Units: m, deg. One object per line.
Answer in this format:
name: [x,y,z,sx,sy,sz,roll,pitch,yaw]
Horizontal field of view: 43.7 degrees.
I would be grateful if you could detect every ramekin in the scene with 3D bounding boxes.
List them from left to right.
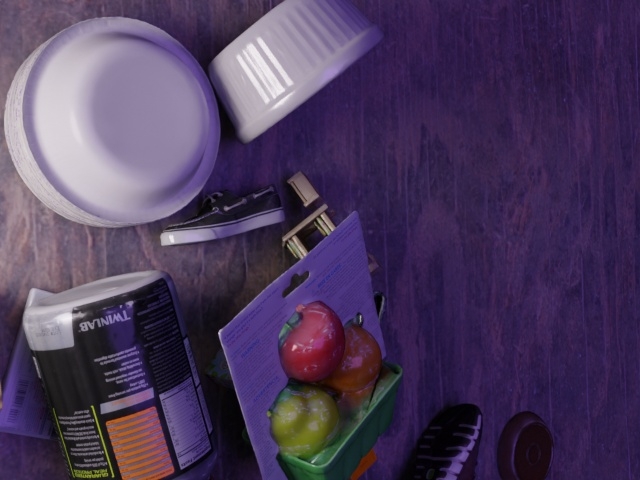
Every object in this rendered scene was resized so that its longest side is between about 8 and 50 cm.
ramekin: [-0.048,-0.271,1.187,0.273,0.273,0.127,-45,103,-29]

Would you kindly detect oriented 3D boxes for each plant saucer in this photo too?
plant saucer: [0.433,0.441,1.655,0.168,0.029,0.168,2,87,-36]

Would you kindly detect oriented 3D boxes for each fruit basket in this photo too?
fruit basket: [-0.014,0.181,1.169,0.327,0.165,0.353,-42,126,-41]

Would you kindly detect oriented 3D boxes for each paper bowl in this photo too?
paper bowl: [-0.266,-0.161,1.084,0.284,0.148,0.284,2,86,-35]

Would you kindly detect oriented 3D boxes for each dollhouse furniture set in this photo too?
dollhouse furniture set: [0.000,0.000,1.342,0.101,0.161,0.182,-38,73,6]

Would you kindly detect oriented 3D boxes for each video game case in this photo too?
video game case: [-0.339,0.179,1.095,0.173,0.022,0.190,21,75,-34]

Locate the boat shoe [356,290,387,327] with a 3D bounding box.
boat shoe: [0.043,0.157,1.340,0.065,0.083,0.183,40,66,-29]

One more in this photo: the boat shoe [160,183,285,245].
boat shoe: [-0.152,-0.040,1.213,0.219,0.078,0.070,-17,96,-42]

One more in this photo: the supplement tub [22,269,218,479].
supplement tub: [-0.246,0.210,1.028,0.194,0.194,0.315,-19,99,-36]

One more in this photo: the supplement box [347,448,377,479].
supplement box: [0.036,0.356,1.318,0.062,0.098,0.036,-37,113,-33]

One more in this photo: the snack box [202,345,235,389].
snack box: [-0.106,0.160,1.219,0.037,0.100,0.141,47,63,-26]

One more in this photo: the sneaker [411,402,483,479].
sneaker: [0.245,0.450,1.461,0.162,0.106,0.281,53,53,-27]

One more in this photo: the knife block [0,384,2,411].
knife block: [-0.472,0.222,0.970,0.088,0.242,0.275,12,36,-37]
